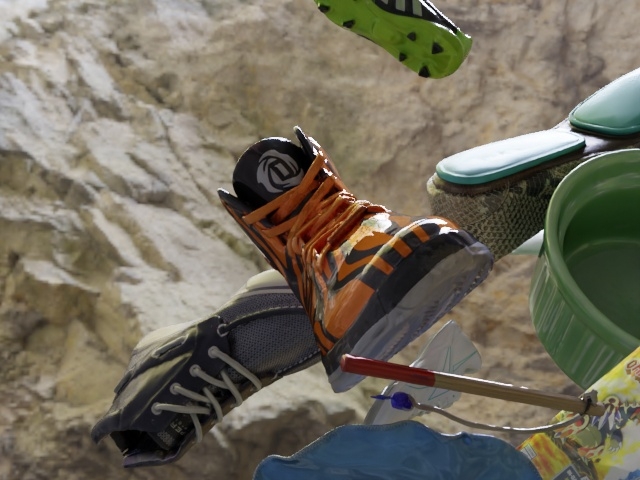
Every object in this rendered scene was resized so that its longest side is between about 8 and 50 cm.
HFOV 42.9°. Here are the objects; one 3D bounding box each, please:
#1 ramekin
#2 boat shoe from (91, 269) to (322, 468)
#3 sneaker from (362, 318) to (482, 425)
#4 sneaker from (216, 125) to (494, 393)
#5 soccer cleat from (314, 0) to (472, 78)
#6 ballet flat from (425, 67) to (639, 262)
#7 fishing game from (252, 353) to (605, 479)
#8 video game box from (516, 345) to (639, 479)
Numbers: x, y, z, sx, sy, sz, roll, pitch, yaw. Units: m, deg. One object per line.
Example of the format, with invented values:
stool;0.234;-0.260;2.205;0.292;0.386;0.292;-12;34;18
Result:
ramekin;0.388;0.053;0.930;0.148;0.303;0.303;96;-15;-52
boat shoe;-0.107;0.151;0.875;0.340;0.127;0.158;-28;-154;38
sneaker;0.100;0.142;0.778;0.061;0.152;0.053;45;-26;6
sneaker;0.000;0.000;0.572;0.180;0.125;0.321;52;-11;4
soccer cleat;0.056;-0.209;0.731;0.179;0.072;0.060;40;-49;8
ballet flat;0.357;-0.096;1.081;0.164;0.483;0.182;37;-31;57
fishing game;0.041;0.157;0.464;0.041;0.189;0.264;-93;-161;-52
video game box;0.256;0.186;0.617;0.187;0.048;0.205;-41;-153;7
